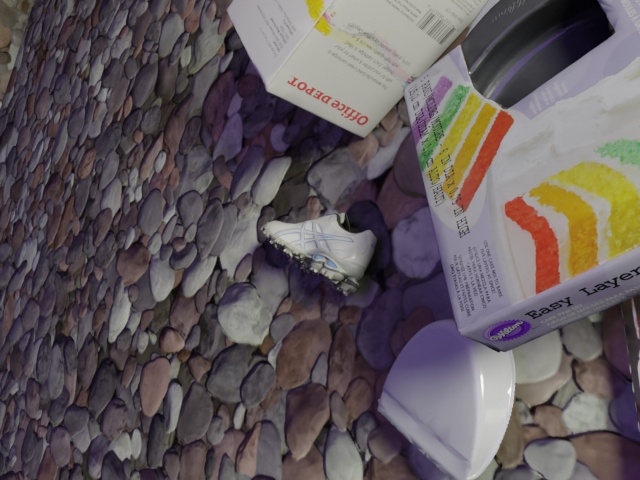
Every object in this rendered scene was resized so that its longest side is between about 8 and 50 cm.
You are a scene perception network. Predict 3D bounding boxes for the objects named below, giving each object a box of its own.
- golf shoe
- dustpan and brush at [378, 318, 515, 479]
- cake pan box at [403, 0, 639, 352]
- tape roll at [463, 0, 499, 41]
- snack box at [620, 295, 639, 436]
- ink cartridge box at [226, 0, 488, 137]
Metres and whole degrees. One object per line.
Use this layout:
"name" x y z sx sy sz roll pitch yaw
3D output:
"golf shoe" 0.000 0.000 0.743 0.176 0.069 0.086 27 78 43
"dustpan and brush" 0.142 0.099 0.571 0.147 0.060 0.211 31 107 58
"cake pan box" 0.186 -0.086 0.437 0.245 0.070 0.267 -32 48 35
"tape roll" 0.232 -0.155 0.538 0.219 0.072 0.219 -16 67 42
"snack box" 0.272 0.110 0.454 0.064 0.022 0.178 -15 68 40
"ink cartridge box" 0.039 -0.275 0.694 0.233 0.171 0.168 -45 50 25
